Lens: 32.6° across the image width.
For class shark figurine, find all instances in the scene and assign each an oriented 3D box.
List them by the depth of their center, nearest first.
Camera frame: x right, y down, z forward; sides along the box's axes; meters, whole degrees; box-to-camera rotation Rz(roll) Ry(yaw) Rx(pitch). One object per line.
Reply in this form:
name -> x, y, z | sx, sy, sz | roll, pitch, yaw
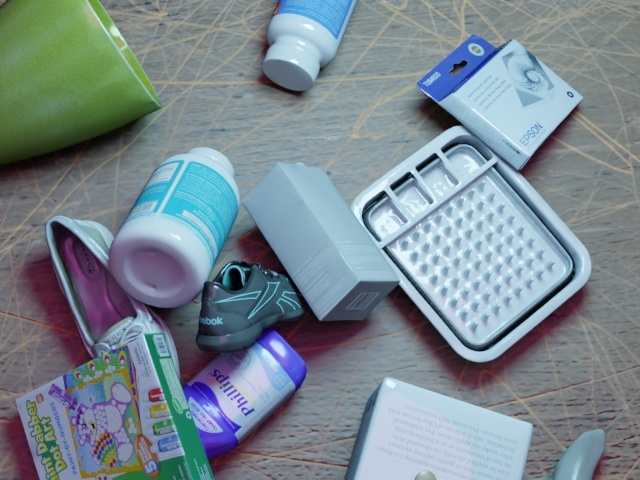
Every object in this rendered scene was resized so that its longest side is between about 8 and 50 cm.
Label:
shark figurine -> 0.391, 0.422, 1.599 | 0.166, 0.116, 0.278 | -12, 70, -10

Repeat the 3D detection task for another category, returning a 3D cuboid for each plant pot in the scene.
plant pot -> -0.439, -0.242, 1.671 | 0.293, 0.275, 0.275 | -32, 77, 0

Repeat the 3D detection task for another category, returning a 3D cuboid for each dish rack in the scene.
dish rack -> 0.234, 0.009, 1.746 | 0.285, 0.072, 0.333 | -36, 78, -18

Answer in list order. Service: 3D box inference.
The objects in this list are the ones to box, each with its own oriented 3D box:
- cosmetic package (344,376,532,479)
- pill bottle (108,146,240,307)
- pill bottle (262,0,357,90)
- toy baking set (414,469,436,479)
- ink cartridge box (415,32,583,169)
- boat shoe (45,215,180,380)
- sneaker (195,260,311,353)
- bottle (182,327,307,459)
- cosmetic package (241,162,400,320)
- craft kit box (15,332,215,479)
cosmetic package -> 0.122, 0.448, 1.525 | 0.230, 0.161, 0.453 | 19, 69, 0
pill bottle -> -0.206, -0.032, 1.629 | 0.146, 0.146, 0.264 | 20, 39, 0
pill bottle -> -0.018, -0.366, 1.819 | 0.124, 0.124, 0.221 | 21, 68, 0
toy baking set -> 0.118, 0.418, 1.438 | 0.256, 0.030, 0.197 | -19, 71, -13
ink cartridge box -> 0.302, -0.249, 1.821 | 0.224, 0.045, 0.223 | 40, 49, 7
boat shoe -> -0.312, 0.105, 1.605 | 0.118, 0.103, 0.320 | -30, 73, 11
sneaker -> -0.086, 0.075, 1.601 | 0.101, 0.267, 0.106 | 1, 107, 29
bottle -> -0.152, 0.249, 1.598 | 0.283, 0.092, 0.118 | -41, 76, -18
cosmetic package -> 0.000, 0.000, 1.656 | 0.107, 0.127, 0.238 | -48, 62, 24
craft kit box -> -0.285, 0.288, 1.514 | 0.246, 0.061, 0.250 | -29, 75, 25
